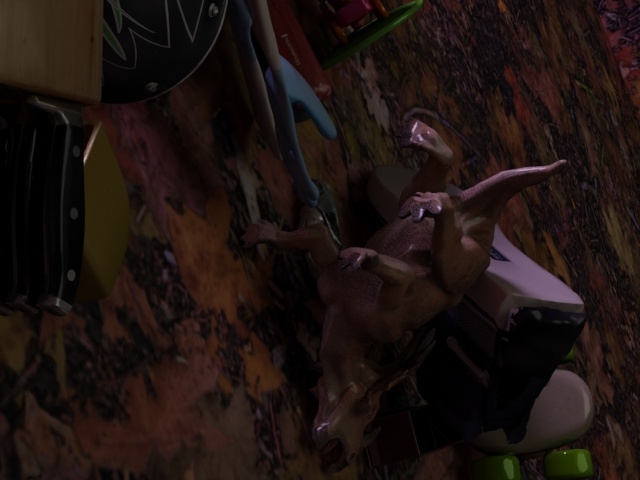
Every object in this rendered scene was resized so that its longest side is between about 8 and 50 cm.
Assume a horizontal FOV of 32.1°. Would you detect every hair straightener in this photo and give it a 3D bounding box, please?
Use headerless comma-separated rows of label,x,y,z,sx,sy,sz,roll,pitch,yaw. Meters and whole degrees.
hair straightener,-0.067,-0.202,0.970,0.230,0.047,0.089,58,-18,6

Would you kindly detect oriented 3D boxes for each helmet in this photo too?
helmet,-0.135,-0.174,0.687,0.169,0.169,0.161,62,12,-22

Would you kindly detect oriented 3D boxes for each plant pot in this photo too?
plant pot,-0.153,-0.007,0.640,0.081,0.082,0.083,-81,155,-44

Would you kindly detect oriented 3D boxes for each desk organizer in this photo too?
desk organizer,0.089,0.179,1.043,0.130,0.050,0.047,5,69,-63

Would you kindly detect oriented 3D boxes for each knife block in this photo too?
knife block,-0.153,-0.110,0.528,0.242,0.275,0.088,48,18,20

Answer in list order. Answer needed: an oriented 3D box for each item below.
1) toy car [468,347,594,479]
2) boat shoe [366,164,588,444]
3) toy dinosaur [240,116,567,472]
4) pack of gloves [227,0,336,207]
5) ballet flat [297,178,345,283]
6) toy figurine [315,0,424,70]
toy car,0.218,0.202,1.253,0.188,0.149,0.155,89,-3,-72
boat shoe,0.116,0.054,1.081,0.127,0.158,0.340,9,22,-23
toy dinosaur,0.075,0.033,0.919,0.200,0.296,0.127,53,2,-39
pack of gloves,-0.034,-0.153,0.847,0.195,0.046,0.232,-116,-170,-53
ballet flat,0.000,0.000,0.997,0.041,0.041,0.114,-7,79,-65
toy figurine,0.007,-0.272,1.123,0.159,0.130,0.173,57,6,-11
